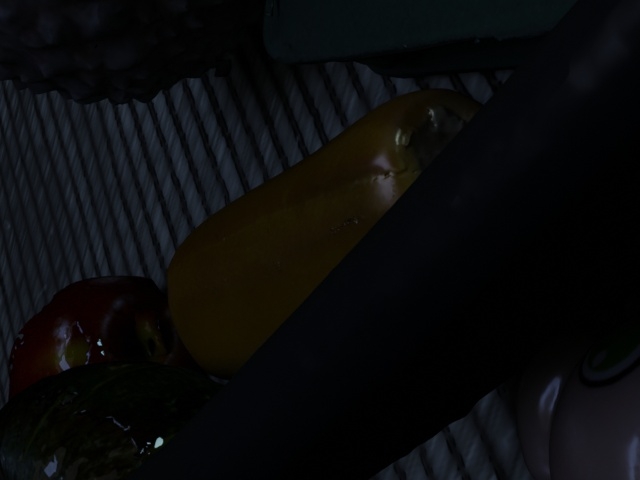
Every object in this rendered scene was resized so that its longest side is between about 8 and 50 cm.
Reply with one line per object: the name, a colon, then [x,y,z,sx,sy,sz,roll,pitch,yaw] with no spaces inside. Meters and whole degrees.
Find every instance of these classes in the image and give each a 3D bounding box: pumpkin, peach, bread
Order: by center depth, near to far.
bread: [0.000,0.000,0.759,0.239,0.074,0.093,-31,54,50]
pumpkin: [-0.106,0.180,0.791,0.238,0.159,0.238,2,93,47]
peach: [-0.145,0.100,0.946,0.172,0.092,0.127,-54,46,34]

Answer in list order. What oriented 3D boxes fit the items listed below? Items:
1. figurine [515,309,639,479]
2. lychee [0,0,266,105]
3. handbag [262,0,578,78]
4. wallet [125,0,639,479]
figurine: [0.130,0.067,0.497,0.138,0.125,0.125,-40,51,37]
lychee: [-0.141,-0.215,0.817,0.300,0.300,0.300,-16,71,55]
handbag: [0.082,-0.198,0.665,0.260,0.079,0.248,3,85,54]
wallet: [0.100,-0.037,0.486,0.062,0.228,0.406,52,131,13]
